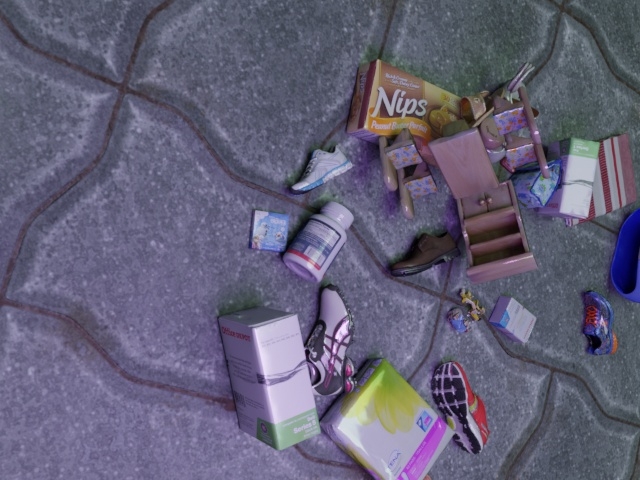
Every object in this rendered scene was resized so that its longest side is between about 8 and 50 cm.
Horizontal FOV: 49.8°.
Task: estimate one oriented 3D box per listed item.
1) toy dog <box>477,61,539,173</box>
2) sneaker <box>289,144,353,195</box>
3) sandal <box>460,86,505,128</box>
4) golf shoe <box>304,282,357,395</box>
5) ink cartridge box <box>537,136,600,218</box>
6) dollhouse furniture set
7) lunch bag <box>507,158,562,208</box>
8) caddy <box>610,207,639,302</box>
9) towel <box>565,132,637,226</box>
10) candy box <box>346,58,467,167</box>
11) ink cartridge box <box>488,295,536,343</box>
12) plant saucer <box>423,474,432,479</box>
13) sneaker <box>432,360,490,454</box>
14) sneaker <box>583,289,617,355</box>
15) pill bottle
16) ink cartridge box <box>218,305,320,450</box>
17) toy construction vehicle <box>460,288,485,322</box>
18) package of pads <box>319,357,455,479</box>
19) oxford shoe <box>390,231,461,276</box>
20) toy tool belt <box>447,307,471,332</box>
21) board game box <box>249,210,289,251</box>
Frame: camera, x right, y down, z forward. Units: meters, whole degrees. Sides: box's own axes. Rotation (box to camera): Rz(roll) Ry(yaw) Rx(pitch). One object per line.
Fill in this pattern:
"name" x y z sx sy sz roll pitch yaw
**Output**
"toy dog" 0.517 -0.307 1.906 0.161 0.220 0.334 38 80 -1
"sneaker" -0.012 -0.172 1.666 0.190 0.071 0.083 -34 100 -34
"sandal" 0.392 -0.338 1.789 0.079 0.088 0.240 41 71 -12
"golf shoe" 0.018 0.242 1.658 0.120 0.105 0.273 -6 92 -23
"ink cartridge box" 0.723 -0.178 2.016 0.092 0.160 0.220 9 90 -6
"dollhouse furniture set" 0.385 -0.107 1.696 0.394 0.362 0.257 50 29 -48
"lunch bag" 0.614 -0.172 1.989 0.096 0.129 0.151 45 71 -22
"caddy" 1.069 0.046 2.194 0.179 0.241 0.341 25 77 -33
"towel" 0.883 -0.196 2.203 0.329 0.037 0.237 -18 101 -27
"candy box" 0.231 -0.322 1.788 0.316 0.087 0.183 16 81 -29
"ink cartridge box" 0.559 0.230 2.001 0.122 0.052 0.089 37 73 -24
"plant saucer" 0.218 0.694 1.810 0.200 0.037 0.200 0 91 -31
"sneaker" 0.393 0.445 1.895 0.118 0.107 0.279 -34 111 -45
"sneaker" 0.871 0.264 2.171 0.087 0.083 0.221 -18 96 -21
"pill bottle" 0.000 0.000 1.642 0.108 0.108 0.180 42 70 -23
"ink cartridge box" -0.117 0.294 1.521 0.114 0.198 0.273 -14 98 -30
"toy construction vehicle" 0.425 0.181 1.912 0.098 0.035 0.086 53 29 -13
"package of pads" 0.166 0.474 1.727 0.296 0.101 0.229 47 67 -12
"oxford shoe" 0.265 0.035 1.822 0.227 0.083 0.096 -21 88 -34
"toy tool belt" 0.385 0.230 1.897 0.052 0.051 0.083 -34 109 13
"board game box" -0.121 -0.021 1.622 0.090 0.020 0.090 7 85 -30
